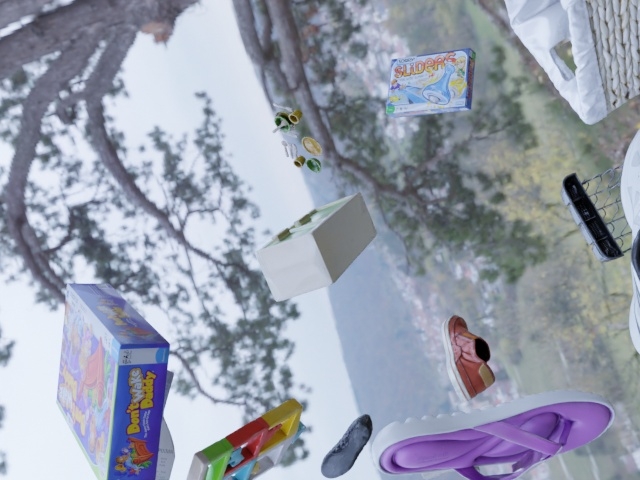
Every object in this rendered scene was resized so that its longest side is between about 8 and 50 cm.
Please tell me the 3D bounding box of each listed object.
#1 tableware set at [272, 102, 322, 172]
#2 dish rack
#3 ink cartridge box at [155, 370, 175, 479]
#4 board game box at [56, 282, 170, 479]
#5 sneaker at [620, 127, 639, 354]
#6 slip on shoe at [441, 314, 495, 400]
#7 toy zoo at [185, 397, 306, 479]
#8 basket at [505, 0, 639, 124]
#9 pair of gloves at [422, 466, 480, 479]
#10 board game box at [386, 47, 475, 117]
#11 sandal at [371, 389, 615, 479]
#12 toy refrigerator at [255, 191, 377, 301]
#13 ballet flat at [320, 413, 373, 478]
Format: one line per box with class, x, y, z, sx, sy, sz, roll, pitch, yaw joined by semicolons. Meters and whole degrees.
tableware set;-0.045;-0.197;1.520;0.104;0.024;0.154;22;147;25
dish rack;0.679;-0.083;1.687;0.074;0.272;0.208;90;157;-71
ink cartridge box;-0.315;0.332;1.385;0.181;0.056;0.224;7;78;50
board game box;-0.353;0.226;1.279;0.347;0.078;0.233;22;107;58
sneaker;0.567;-0.042;1.211;0.257;0.169;0.447;51;-137;-62
slip on shoe;0.356;0.270;1.851;0.123;0.101;0.331;62;-168;-13
toy zoo;-0.138;0.411;1.485;0.030;0.293;0.192;41;130;26
basket;0.491;-0.452;1.364;0.331;0.267;0.328;54;-169;-52
pair of gloves;0.298;0.480;1.545;0.204;0.042;0.240;-48;50;37
board game box;0.250;-0.357;1.766;0.035;0.201;0.136;18;-105;-54
sandal;0.297;0.356;1.300;0.102;0.417;0.169;-101;2;-48
toy refrigerator;0.000;0.000;1.262;0.094;0.102;0.269;67;-156;-9
ballet flat;0.058;0.429;1.594;0.057;0.173;0.049;37;-157;4
